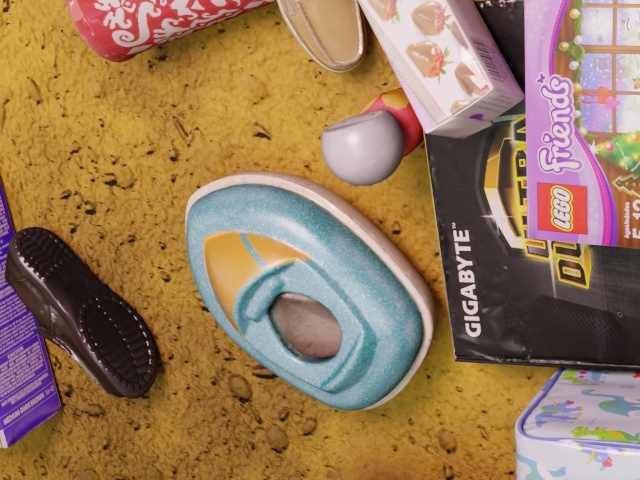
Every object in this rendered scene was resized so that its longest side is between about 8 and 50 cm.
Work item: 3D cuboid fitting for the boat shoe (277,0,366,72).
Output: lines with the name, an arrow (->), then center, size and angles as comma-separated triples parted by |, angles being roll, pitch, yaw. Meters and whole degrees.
boat shoe -> -0.008, -0.231, 0.981 | 0.190, 0.068, 0.072 | 65, 167, -10

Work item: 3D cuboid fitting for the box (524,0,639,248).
box -> 0.246, -0.135, 0.817 | 0.201, 0.057, 0.293 | 6, 113, 26

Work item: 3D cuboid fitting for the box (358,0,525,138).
box -> 0.050, -0.229, 0.901 | 0.063, 0.067, 0.324 | -33, 74, 26

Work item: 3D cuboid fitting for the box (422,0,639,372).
box -> 0.217, -0.053, 0.948 | 0.257, 0.079, 0.322 | 0, 110, 26

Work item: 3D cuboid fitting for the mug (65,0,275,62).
mug -> -0.132, -0.249, 1.032 | 0.169, 0.113, 0.150 | -10, 107, 28

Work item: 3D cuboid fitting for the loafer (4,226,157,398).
loafer -> -0.261, 0.084, 1.270 | 0.220, 0.080, 0.078 | 51, 134, 6

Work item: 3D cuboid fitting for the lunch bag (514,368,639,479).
lunch bag -> 0.251, 0.157, 0.933 | 0.176, 0.219, 0.090 | 3, 103, 24

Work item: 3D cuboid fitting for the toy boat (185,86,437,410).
toy boat -> 0.000, 0.000, 1.043 | 0.267, 0.148, 0.318 | 36, 123, 11

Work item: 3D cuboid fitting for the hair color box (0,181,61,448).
hair color box -> -0.430, 0.058, 1.325 | 0.185, 0.110, 0.338 | -1, 109, 30
